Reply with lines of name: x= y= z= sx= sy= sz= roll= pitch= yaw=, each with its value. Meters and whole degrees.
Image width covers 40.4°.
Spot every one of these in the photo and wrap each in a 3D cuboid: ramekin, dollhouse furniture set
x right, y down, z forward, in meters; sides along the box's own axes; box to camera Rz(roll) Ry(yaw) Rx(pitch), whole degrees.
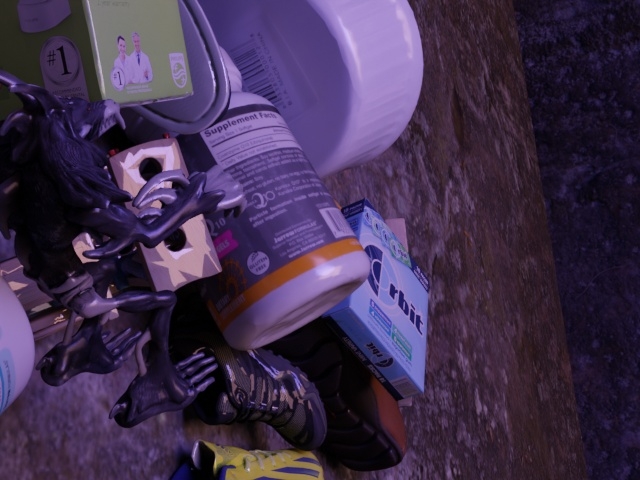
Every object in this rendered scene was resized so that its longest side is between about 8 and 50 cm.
ramekin: x=-0.038 y=-0.191 z=0.971 sx=0.135 sy=0.277 sz=0.277 roll=-39 pitch=114 yaw=-53
dollhouse furniture set: x=-0.210 y=0.000 z=0.748 sx=0.184 sy=0.129 sz=0.129 roll=-24 pitch=102 yaw=-33

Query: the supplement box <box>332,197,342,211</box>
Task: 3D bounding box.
supplement box: x=0.000 y=0.000 z=1.167 sx=0.233 sy=0.078 sz=0.080 roll=44 pitch=42 yaw=-47

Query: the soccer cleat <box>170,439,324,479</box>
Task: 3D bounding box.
soccer cleat: x=-0.079 y=0.249 z=0.892 sx=0.289 sy=0.093 sz=0.121 roll=-11 pitch=78 yaw=-65

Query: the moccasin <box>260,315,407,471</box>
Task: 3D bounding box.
moccasin: x=0.013 y=0.135 z=1.070 sx=0.380 sy=0.139 sz=0.147 roll=51 pitch=30 yaw=-37

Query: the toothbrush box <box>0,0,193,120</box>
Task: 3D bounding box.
toothbrush box: x=-0.230 y=-0.227 z=0.632 sx=0.122 sy=0.206 sz=0.283 roll=-32 pitch=115 yaw=-63

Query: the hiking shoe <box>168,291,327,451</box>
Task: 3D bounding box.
hiking shoe: x=-0.086 y=0.165 z=0.926 sx=0.227 sy=0.086 sz=0.114 roll=49 pitch=46 yaw=-18

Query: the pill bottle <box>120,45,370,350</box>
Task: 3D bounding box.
pill bottle: x=-0.083 y=-0.045 z=0.861 sx=0.278 sy=0.162 sz=0.162 roll=58 pitch=24 yaw=12

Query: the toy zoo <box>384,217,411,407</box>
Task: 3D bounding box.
toy zoo: x=0.113 y=0.121 z=1.268 sx=0.293 sy=0.030 sz=0.192 roll=83 pitch=3 yaw=-62

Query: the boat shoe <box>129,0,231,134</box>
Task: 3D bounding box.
boat shoe: x=-0.171 y=-0.214 z=0.788 sx=0.302 sy=0.114 sz=0.091 roll=55 pitch=12 yaw=13

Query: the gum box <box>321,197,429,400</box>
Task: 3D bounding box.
gum box: x=0.071 y=0.066 z=1.017 sx=0.157 sy=0.041 sz=0.184 roll=50 pitch=31 yaw=-29

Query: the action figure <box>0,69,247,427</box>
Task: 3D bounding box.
action figure: x=-0.148 y=-0.010 z=0.584 sx=0.141 sy=0.164 sz=0.275 roll=-48 pitch=146 yaw=-40

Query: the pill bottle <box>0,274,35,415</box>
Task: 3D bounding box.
pill bottle: x=-0.289 y=0.110 z=0.476 sx=0.146 sy=0.146 sz=0.264 roll=67 pitch=28 yaw=-21
